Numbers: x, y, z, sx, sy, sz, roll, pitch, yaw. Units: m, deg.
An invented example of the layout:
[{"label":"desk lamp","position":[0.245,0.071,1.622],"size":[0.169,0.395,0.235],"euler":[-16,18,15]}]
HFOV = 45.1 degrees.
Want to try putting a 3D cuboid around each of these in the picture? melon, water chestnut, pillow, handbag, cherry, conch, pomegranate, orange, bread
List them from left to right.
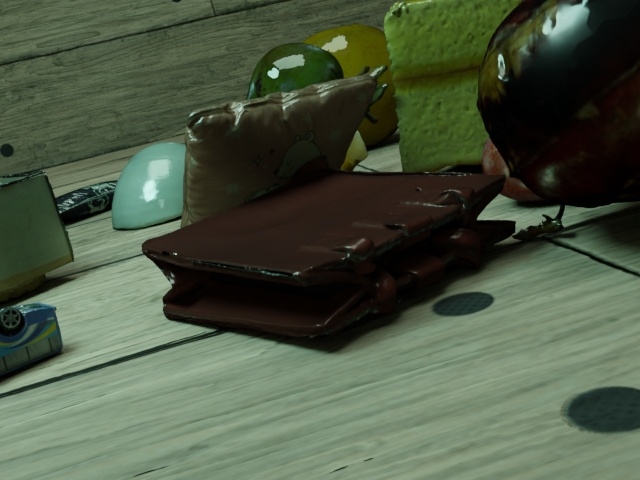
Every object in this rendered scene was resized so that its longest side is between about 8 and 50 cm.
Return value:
[{"label":"pillow","position":[-0.454,-0.079,1.509],"size":[0.141,0.055,0.208],"euler":[-11,11,45]},{"label":"conch","position":[-0.280,-0.089,1.302],"size":[0.185,0.121,0.221],"euler":[-43,19,5]},{"label":"pillow","position":[-0.058,-0.086,0.887],"size":[0.236,0.084,0.223],"euler":[-20,-28,-25]},{"label":"melon","position":[-0.012,-0.100,1.130],"size":[0.202,0.093,0.139],"euler":[-50,1,-40]},{"label":"pomegranate","position":[-0.002,-0.179,1.005],"size":[0.191,0.152,0.131],"euler":[-7,53,-24]},{"label":"handbag","position":[0.000,0.001,0.711],"size":[0.260,0.084,0.275],"euler":[-24,18,-38]},{"label":"orange","position":[0.047,-0.287,1.499],"size":[0.279,0.235,0.279],"euler":[-17,0,0]},{"label":"cherry","position":[0.211,-0.067,0.787],"size":[0.107,0.090,0.225],"euler":[8,30,20]},{"label":"bread","position":[0.302,-0.226,0.988],"size":[0.361,0.233,0.245],"euler":[-1,14,37]},{"label":"water chestnut","position":[0.288,-0.127,0.622],"size":[0.300,0.300,0.300],"euler":[-13,14,3]}]

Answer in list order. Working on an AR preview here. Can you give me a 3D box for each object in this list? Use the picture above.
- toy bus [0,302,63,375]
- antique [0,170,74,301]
[{"label":"toy bus","position":[-0.301,0.096,0.664],"size":[0.153,0.061,0.051],"euler":[-24,16,-40]},{"label":"antique","position":[-0.418,0.001,0.966],"size":[0.146,0.148,0.152],"euler":[-1,19,43]}]
